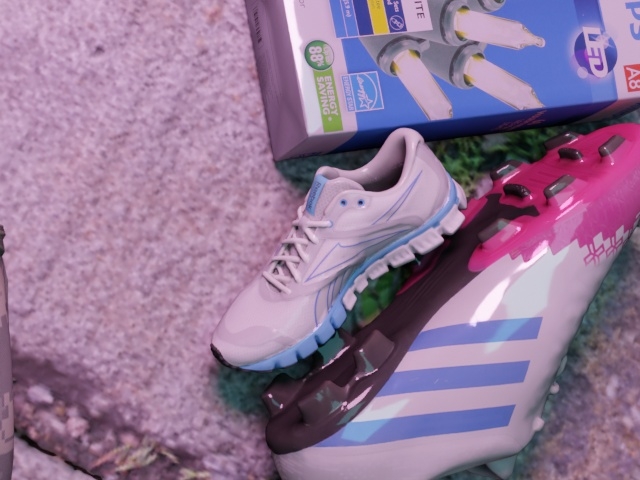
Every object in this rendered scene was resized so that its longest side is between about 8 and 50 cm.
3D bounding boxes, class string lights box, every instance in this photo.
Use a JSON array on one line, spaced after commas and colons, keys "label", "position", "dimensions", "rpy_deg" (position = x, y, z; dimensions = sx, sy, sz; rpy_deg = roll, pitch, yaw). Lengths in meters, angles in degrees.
[{"label": "string lights box", "position": [0.089, -0.137, 1.003], "dimensions": [0.260, 0.077, 0.133], "rpy_deg": [-9, 83, -19]}]

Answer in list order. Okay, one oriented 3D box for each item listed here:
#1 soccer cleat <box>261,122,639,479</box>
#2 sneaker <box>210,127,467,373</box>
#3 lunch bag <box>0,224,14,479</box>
[{"label": "soccer cleat", "position": [0.110, 0.062, 0.971], "dimensions": [0.331, 0.116, 0.143], "rpy_deg": [-41, 108, -16]}, {"label": "sneaker", "position": [0.000, 0.000, 0.934], "dimensions": [0.191, 0.071, 0.083], "rpy_deg": [-42, 131, -13]}, {"label": "lunch bag", "position": [-0.302, 0.065, 0.723], "dimensions": [0.305, 0.213, 0.256], "rpy_deg": [-8, 79, -54]}]
